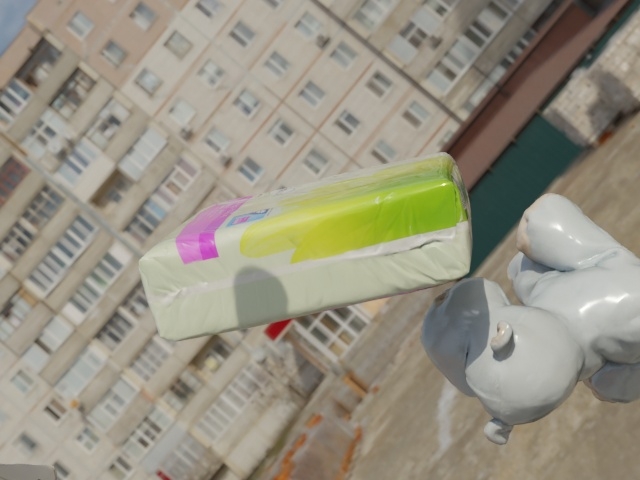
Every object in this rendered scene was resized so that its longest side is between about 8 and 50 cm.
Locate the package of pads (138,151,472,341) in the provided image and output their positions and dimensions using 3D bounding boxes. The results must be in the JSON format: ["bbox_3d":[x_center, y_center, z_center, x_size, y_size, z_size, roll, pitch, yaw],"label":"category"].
[{"bbox_3d":[0.000,0.000,0.951,0.296,0.101,0.229,-12,10,11],"label":"package of pads"}]

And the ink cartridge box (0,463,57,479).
[{"bbox_3d":[-0.447,0.346,1.168,0.172,0.100,0.237,14,-34,-41],"label":"ink cartridge box"}]

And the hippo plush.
[{"bbox_3d":[0.242,0.119,1.004,0.236,0.294,0.234,-30,-52,-22],"label":"hippo plush"}]
